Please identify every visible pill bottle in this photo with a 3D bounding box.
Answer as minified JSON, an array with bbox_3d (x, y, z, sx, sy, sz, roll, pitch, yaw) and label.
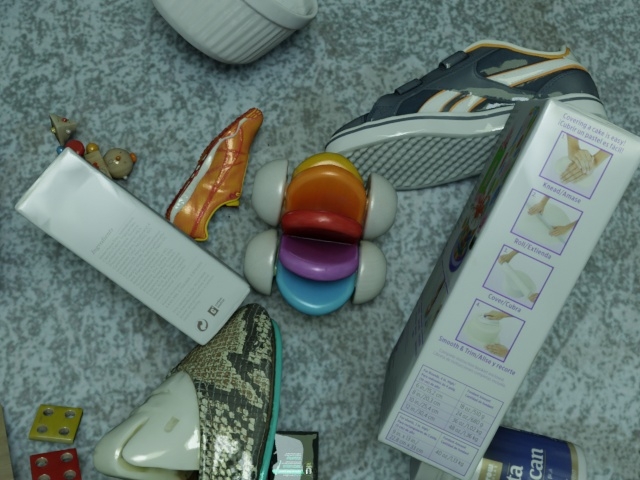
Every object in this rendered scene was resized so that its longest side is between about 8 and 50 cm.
[{"bbox_3d":[0.185,0.242,0.882,0.169,0.094,0.094,14,74,-1],"label":"pill bottle"}]

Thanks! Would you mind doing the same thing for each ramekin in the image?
[{"bbox_3d":[-0.111,-0.300,0.952,0.109,0.207,0.207,-37,79,25],"label":"ramekin"}]

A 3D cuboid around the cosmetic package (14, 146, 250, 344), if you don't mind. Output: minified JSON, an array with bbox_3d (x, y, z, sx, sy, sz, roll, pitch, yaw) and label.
[{"bbox_3d":[-0.193,0.003,0.864,0.231,0.117,0.085,40,85,-16],"label":"cosmetic package"}]

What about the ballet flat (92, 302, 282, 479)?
[{"bbox_3d":[-0.139,0.283,0.789,0.182,0.164,0.482,13,71,-29],"label":"ballet flat"}]

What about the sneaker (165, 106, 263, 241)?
[{"bbox_3d":[-0.113,-0.077,0.970,0.067,0.064,0.175,34,79,-16],"label":"sneaker"}]

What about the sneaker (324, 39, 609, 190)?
[{"bbox_3d":[0.158,-0.147,0.971,0.321,0.126,0.127,-9,63,0],"label":"sneaker"}]

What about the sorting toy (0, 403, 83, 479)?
[{"bbox_3d":[-0.371,0.234,0.832,0.274,0.046,0.132,-7,38,-24],"label":"sorting toy"}]

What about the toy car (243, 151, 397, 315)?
[{"bbox_3d":[0.000,0.000,0.894,0.159,0.136,0.182,7,104,-4],"label":"toy car"}]

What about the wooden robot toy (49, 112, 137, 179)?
[{"bbox_3d":[-0.244,-0.079,0.949,0.079,0.076,0.173,-23,78,-21],"label":"wooden robot toy"}]

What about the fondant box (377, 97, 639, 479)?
[{"bbox_3d":[0.169,0.031,0.803,0.096,0.238,0.330,24,101,3],"label":"fondant box"}]

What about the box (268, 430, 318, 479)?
[{"bbox_3d":[-0.030,0.245,0.880,0.052,0.062,0.083,2,75,-5],"label":"box"}]
